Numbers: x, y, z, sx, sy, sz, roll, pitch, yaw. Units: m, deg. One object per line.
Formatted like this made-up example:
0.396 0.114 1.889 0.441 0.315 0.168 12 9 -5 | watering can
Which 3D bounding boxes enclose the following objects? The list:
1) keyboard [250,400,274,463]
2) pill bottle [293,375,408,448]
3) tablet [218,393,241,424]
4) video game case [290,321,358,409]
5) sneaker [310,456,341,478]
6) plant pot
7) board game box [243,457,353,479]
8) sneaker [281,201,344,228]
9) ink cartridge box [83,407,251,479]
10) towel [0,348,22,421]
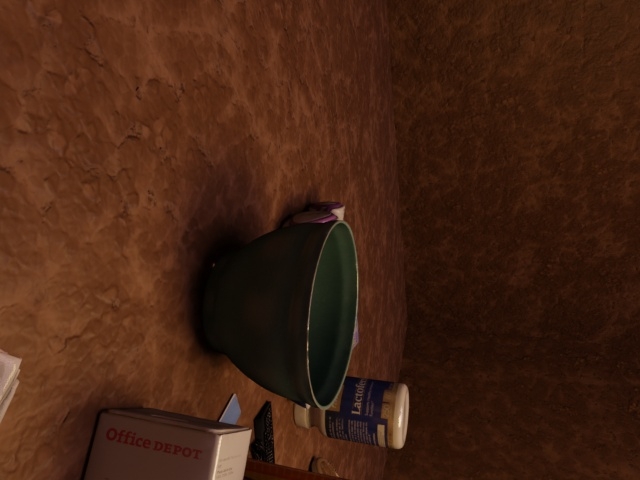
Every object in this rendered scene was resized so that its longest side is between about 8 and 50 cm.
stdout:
-0.105 0.439 0.977 0.100 0.038 0.191 -44 133 -65 | keyboard
0.078 0.417 1.177 0.153 0.265 0.153 2 90 -74 | pill bottle
-0.161 0.314 0.823 0.083 0.006 0.054 -63 150 -54 | tablet
0.001 0.215 1.117 0.244 0.061 0.269 -42 138 -41 | video game case
0.006 0.758 1.323 0.282 0.153 0.099 63 21 4 | sneaker
-0.065 0.107 0.774 0.293 0.197 0.292 4 90 -73 | plant pot
-0.041 0.522 0.657 0.356 0.357 0.356 67 32 -55 | board game box
0.000 0.000 1.097 0.305 0.114 0.151 -38 128 -68 | sneaker
-0.177 0.303 0.518 0.093 0.155 0.212 45 50 -67 | ink cartridge box
-0.308 0.141 0.149 0.317 0.054 0.331 49 44 -48 | towel
